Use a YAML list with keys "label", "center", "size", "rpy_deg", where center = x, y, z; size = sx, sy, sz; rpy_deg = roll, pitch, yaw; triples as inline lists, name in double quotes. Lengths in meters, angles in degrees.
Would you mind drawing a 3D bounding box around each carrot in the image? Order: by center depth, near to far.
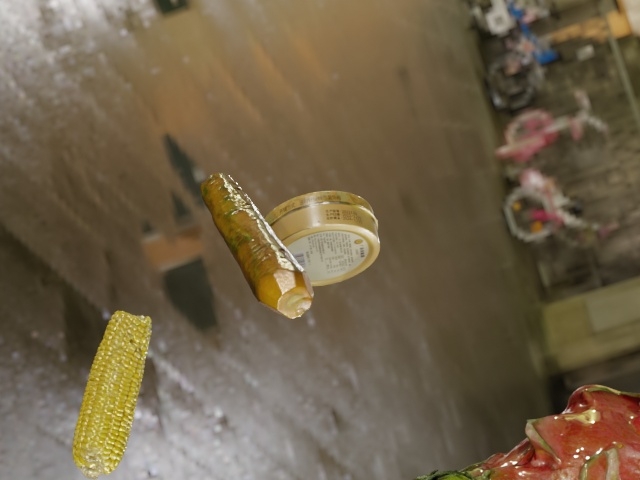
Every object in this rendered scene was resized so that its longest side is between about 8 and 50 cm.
- label: "carrot"
  center: [-0.051, 0.001, 1.151]
  size: [0.171, 0.042, 0.042]
  rpy_deg: [54, -4, 49]

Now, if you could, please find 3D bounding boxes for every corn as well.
- label: "corn"
  center: [-0.248, 0.183, 1.862]
  size: [0.067, 0.067, 0.206]
  rpy_deg: [44, 56, -63]

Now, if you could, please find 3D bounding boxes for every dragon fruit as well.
- label: "dragon fruit"
  center: [0.158, 0.169, 1.015]
  size: [0.137, 0.235, 0.135]
  rpy_deg: [89, -7, -57]

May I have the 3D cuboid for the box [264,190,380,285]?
- label: "box"
  center: [0.000, 0.000, 1.369]
  size: [0.105, 0.105, 0.037]
  rpy_deg: [52, 23, -56]
